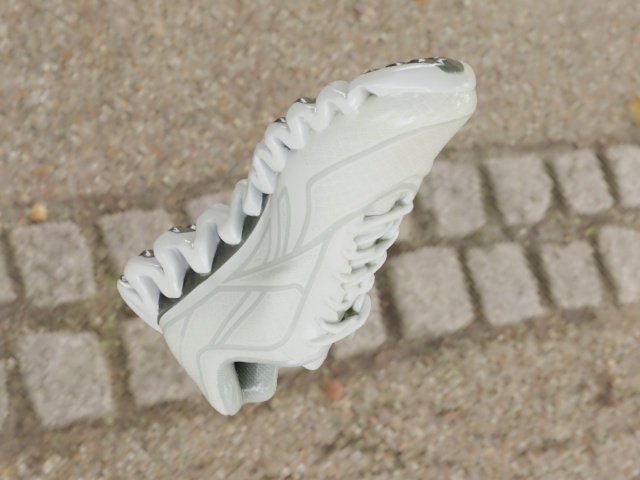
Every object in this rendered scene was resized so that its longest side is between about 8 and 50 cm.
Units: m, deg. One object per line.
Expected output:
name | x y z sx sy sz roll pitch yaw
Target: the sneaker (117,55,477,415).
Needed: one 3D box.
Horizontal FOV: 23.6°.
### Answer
sneaker | 0.000 0.000 0.875 0.110 0.292 0.118 -13 69 -44
